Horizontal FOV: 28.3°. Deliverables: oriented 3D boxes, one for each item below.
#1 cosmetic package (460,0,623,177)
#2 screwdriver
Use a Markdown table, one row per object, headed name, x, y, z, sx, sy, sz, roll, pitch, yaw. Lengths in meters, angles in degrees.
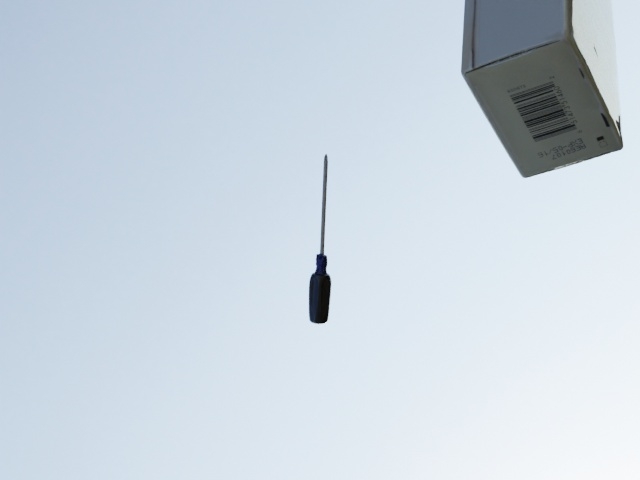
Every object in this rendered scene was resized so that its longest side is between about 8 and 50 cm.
| name | x | y | z | sx | sy | sz | roll | pitch | yaw |
| --- | --- | --- | --- | --- | --- | --- | --- | --- | --- |
| cosmetic package | 0.230 | -0.233 | 1.312 | 0.160 | 0.113 | 0.309 | 53 | -149 | -36 |
| screwdriver | 0.000 | 0.000 | 1.248 | 0.025 | 0.024 | 0.169 | -18 | -69 | -55 |
